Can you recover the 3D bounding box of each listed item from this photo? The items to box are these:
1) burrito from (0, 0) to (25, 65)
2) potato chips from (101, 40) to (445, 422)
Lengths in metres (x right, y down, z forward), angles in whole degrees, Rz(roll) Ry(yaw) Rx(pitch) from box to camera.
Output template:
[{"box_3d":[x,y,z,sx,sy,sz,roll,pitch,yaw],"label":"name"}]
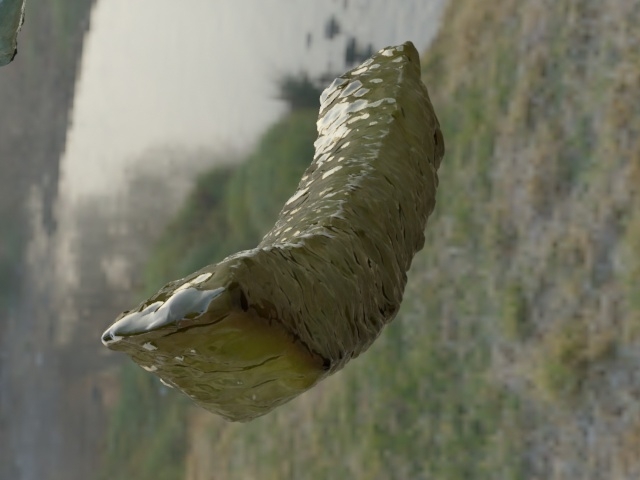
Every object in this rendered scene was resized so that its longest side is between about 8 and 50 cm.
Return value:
[{"box_3d":[-0.163,-0.130,0.883,0.118,0.044,0.074,126,147,-75],"label":"burrito"},{"box_3d":[0.000,0.000,0.662,0.407,0.057,0.080,-56,-55,-73],"label":"potato chips"}]
